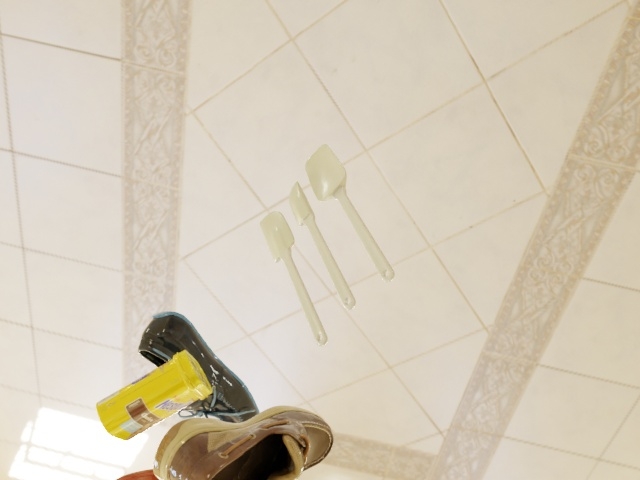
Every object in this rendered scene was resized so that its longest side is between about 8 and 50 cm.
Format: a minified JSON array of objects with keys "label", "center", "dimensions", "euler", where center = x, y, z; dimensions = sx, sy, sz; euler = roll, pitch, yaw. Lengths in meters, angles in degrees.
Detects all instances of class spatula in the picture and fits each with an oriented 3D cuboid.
[{"label":"spatula","center":[0.000,0.000,0.739],"dimensions":[0.019,0.242,0.168],"euler":[24,119,-42]}]

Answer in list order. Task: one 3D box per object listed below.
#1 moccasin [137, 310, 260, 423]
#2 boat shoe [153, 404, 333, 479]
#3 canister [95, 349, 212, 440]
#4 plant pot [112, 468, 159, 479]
[{"label":"moccasin","center":[-0.258,0.299,1.159],"dimensions":[0.138,0.116,0.342],"euler":[-21,116,36]},{"label":"boat shoe","center":[-0.075,0.323,0.841],"dimensions":[0.123,0.342,0.123],"euler":[14,85,39]},{"label":"canister","center":[-0.287,0.274,0.993],"dimensions":[0.170,0.073,0.126],"euler":[-29,156,-11]},{"label":"plant pot","center":[-0.410,0.746,1.387],"dimensions":[0.273,0.265,0.272],"euler":[-8,136,-8]}]
